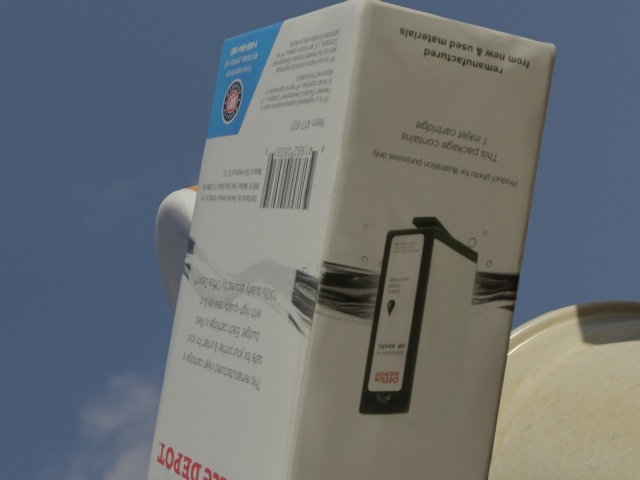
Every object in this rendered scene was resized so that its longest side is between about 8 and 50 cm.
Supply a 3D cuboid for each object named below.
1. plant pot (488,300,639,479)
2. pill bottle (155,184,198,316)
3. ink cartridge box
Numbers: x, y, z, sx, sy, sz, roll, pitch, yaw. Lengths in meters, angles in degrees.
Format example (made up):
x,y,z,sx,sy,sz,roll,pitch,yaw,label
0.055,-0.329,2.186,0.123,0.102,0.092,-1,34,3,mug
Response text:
x,y,z,sx,sy,sz,roll,pitch,yaw,label
0.264,0.195,0.899,0.334,0.305,0.333,2,-96,-15,plant pot
0.000,0.000,1.009,0.216,0.121,0.121,-15,-58,-25,pill bottle
0.005,0.020,0.544,0.086,0.148,0.203,10,-91,-24,ink cartridge box
